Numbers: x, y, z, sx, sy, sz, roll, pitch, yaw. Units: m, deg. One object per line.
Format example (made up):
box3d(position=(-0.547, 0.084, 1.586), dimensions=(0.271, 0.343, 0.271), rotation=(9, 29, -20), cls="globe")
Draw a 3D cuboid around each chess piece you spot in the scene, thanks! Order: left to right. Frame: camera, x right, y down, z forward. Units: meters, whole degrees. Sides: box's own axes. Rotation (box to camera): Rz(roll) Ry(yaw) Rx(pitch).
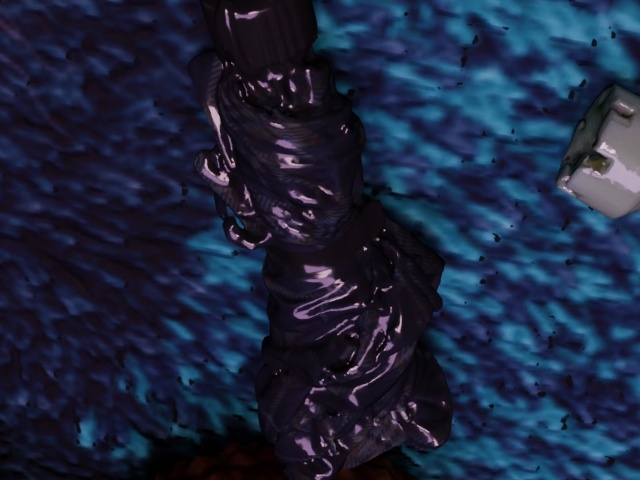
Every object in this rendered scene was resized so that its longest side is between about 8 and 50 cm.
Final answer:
box3d(position=(0.135, -0.012, 0.593), dimensions=(0.103, 0.067, 0.067), rotation=(29, 132, -7), cls="chess piece")

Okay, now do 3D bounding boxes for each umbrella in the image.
box3d(position=(0.002, 0.000, 0.622), dimensions=(0.080, 0.071, 0.224), rotation=(-21, 128, -10), cls="umbrella")

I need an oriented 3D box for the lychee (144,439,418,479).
box3d(position=(-0.020, 0.181, 0.718), dimensions=(0.188, 0.188, 0.188), rotation=(4, 134, 4), cls="lychee")
